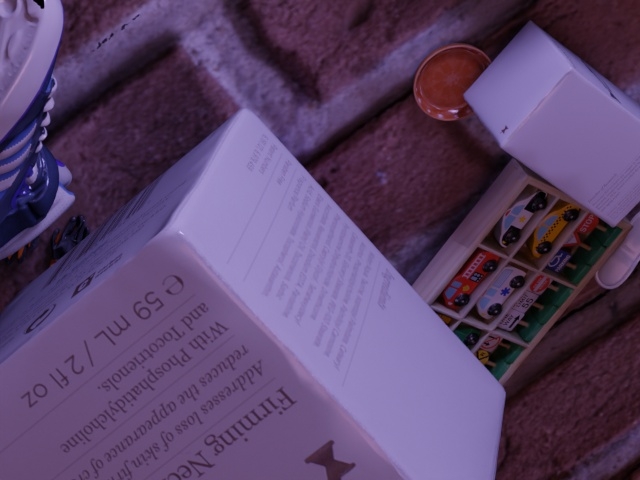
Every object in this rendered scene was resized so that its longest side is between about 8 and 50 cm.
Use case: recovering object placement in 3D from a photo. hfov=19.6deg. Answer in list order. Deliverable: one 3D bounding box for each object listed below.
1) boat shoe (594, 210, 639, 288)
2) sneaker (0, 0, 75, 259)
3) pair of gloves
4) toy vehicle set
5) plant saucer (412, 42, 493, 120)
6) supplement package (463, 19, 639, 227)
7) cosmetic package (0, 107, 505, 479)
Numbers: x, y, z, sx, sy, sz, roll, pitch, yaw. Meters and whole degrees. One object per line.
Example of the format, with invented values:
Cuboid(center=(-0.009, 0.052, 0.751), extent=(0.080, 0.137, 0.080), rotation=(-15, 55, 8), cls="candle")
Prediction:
Cuboid(center=(0.339, -0.001, 1.972), extent=(0.046, 0.038, 0.125), rotation=(37, 106, -2), cls="boat shoe")
Cuboid(center=(-0.287, -0.103, 1.677), extent=(0.322, 0.130, 0.236), rotation=(-53, 159, 18), cls="sneaker")
Cuboid(center=(-0.273, 0.000, 1.833), extent=(0.083, 0.010, 0.074), rotation=(14, 117, -23), cls="pair of gloves")
Cuboid(center=(0.187, 0.050, 1.950), extent=(0.166, 0.035, 0.267), rotation=(21, 115, -36), cls="toy vehicle set")
Cuboid(center=(0.131, -0.157, 1.833), extent=(0.084, 0.013, 0.083), rotation=(-7, 123, -11), cls="plant saucer")
Cuboid(center=(0.248, -0.114, 1.826), extent=(0.179, 0.105, 0.105), rotation=(31, 109, -35), cls="supplement package")
Cuboid(center=(-0.082, 0.159, 1.696), extent=(0.329, 0.327, 0.393), rotation=(-39, 102, 20), cls="cosmetic package")
